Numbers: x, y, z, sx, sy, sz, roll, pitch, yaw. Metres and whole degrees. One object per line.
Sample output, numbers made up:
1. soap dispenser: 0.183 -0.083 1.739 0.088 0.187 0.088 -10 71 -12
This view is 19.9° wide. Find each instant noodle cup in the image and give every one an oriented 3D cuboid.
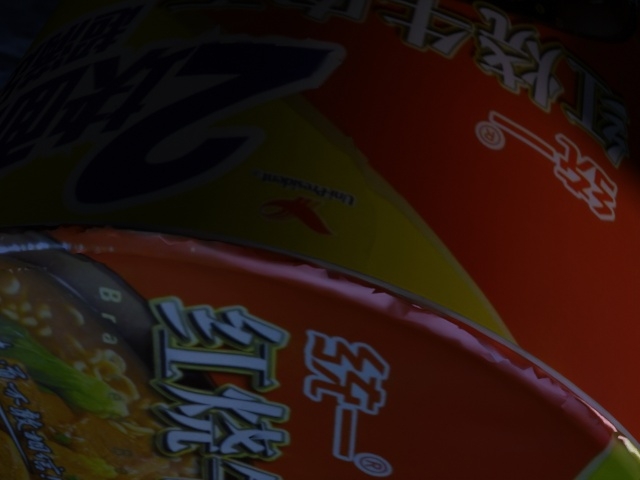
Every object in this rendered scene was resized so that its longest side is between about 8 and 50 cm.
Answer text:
1. instant noodle cup: 0.000 0.000 0.463 0.213 0.174 0.213 11 143 8
